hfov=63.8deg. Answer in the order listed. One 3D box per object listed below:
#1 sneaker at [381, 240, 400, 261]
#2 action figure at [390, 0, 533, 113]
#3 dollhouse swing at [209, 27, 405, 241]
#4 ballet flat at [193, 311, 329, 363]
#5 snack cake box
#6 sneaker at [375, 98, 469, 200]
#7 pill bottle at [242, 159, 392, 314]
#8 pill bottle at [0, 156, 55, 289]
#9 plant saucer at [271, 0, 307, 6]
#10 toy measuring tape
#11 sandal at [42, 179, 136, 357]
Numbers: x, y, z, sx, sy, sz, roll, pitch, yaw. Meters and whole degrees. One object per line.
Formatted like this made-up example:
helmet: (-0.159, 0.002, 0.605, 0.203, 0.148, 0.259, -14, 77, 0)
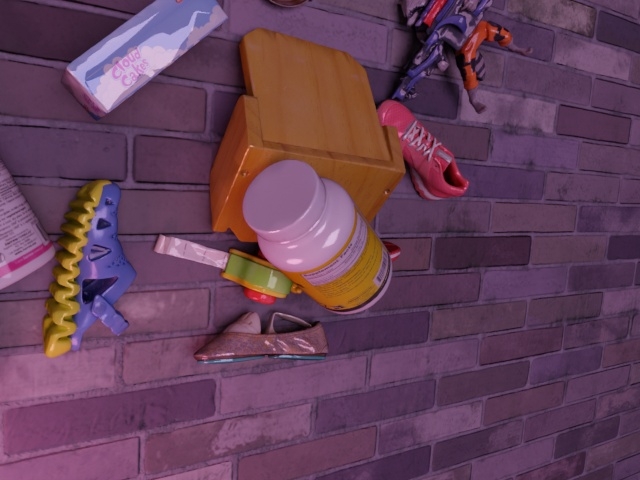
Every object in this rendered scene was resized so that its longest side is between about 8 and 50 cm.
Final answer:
sneaker: (0.093, 0.083, 1.227, 0.221, 0.087, 0.128, -14, 120, -25)
action figure: (0.302, -0.456, 1.235, 0.330, 0.178, 0.341, 37, 106, -23)
dollhouse swing: (-0.053, -0.207, 1.090, 0.347, 0.304, 0.315, 3, 138, -31)
ballet flat: (-0.123, 0.208, 1.107, 0.316, 0.108, 0.106, 7, 74, -36)
snack cake box: (-0.300, -0.323, 0.870, 0.264, 0.152, 0.089, -46, 118, -16)
sneaker: (0.250, -0.218, 1.220, 0.314, 0.136, 0.116, 44, 75, -28)
pill bottle: (0.000, 0.000, 0.967, 0.188, 0.188, 0.334, -56, 143, -11)
pill bottle: (-0.543, -0.065, 0.766, 0.160, 0.160, 0.283, -31, 112, -23)
plant saucer: (-0.077, -0.557, 1.035, 0.169, 0.029, 0.168, -5, 100, -29)
toy measuring tape: (-0.161, 0.056, 1.038, 0.330, 0.121, 0.121, 20, 88, -31)
sandal: (-0.392, 0.050, 0.906, 0.138, 0.126, 0.317, 9, 102, -35)
